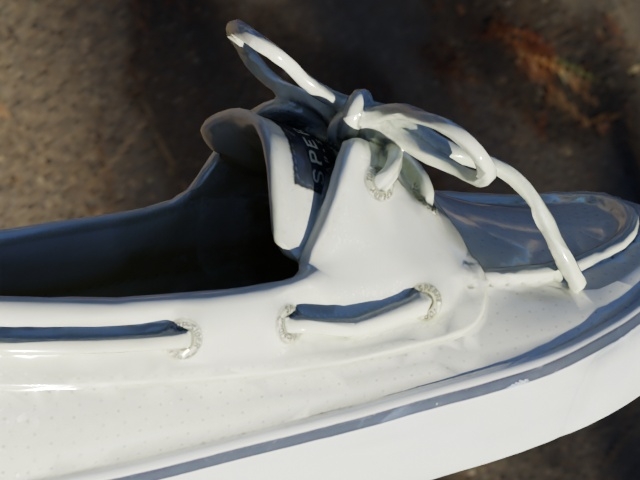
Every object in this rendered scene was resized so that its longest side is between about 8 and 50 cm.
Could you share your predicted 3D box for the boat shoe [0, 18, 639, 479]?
[{"bbox_3d":[-0.006,-0.002,0.651,0.367,0.136,0.156,-13,111,-29],"label":"boat shoe"}]
